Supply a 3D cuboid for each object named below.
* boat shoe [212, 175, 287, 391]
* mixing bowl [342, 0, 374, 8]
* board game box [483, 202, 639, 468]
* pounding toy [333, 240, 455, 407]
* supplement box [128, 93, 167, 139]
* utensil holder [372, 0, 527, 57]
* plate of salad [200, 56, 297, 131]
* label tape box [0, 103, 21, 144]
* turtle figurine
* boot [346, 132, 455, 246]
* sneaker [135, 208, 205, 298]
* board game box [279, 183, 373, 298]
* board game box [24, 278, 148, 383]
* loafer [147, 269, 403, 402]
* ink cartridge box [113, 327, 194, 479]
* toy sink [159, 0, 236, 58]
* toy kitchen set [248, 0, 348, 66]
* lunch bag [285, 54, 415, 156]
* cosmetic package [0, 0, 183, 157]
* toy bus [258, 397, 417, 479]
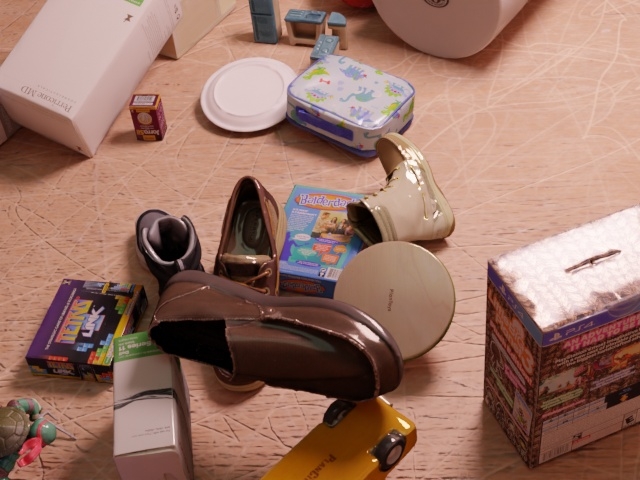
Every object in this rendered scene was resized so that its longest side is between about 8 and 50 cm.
[{"bbox_3d":[-0.118,0.058,1.614,0.123,0.123,0.342,1,61,12],"label":"boat shoe"},{"bbox_3d":[0.099,-0.567,2.276,0.181,0.098,0.181,-14,32,9],"label":"mixing bowl"},{"bbox_3d":[0.351,0.131,1.401,0.232,0.291,0.141,-19,45,-13],"label":"board game box"},{"bbox_3d":[0.104,0.124,1.596,0.183,0.110,0.237,32,85,20],"label":"pounding toy"},{"bbox_3d":[-0.330,-0.237,2.012,0.054,0.083,0.043,0,45,8],"label":"supplement box"},{"bbox_3d":[0.316,-0.600,2.147,0.327,0.328,0.385,21,53,26],"label":"utensil holder"},{"bbox_3d":[-0.136,-0.282,2.063,0.199,0.048,0.200,-4,54,5],"label":"plate of salad"},{"bbox_3d":[-0.712,-0.274,2.082,0.240,0.106,0.334,20,50,24],"label":"label tape box"},{"bbox_3d":[-0.445,0.281,1.478,0.234,0.118,0.175,-2,44,13],"label":"turtle figurine"},{"bbox_3d":[0.109,-0.081,1.745,0.165,0.077,0.213,-15,65,-32],"label":"boot"},{"bbox_3d":[-0.247,0.001,1.707,0.101,0.153,0.269,-19,45,-13],"label":"sneaker"},{"bbox_3d":[0.000,0.000,1.754,0.160,0.047,0.210,10,47,17],"label":"board game box"},{"bbox_3d":[-0.365,0.139,1.655,0.141,0.048,0.170,4,45,10],"label":"board game box"},{"bbox_3d":[-0.070,0.149,1.385,0.365,0.134,0.130,11,35,23],"label":"loafer"},{"bbox_3d":[-0.229,0.251,1.448,0.086,0.153,0.208,-9,43,-2],"label":"ink cartridge box"},{"bbox_3d":[-0.310,-0.521,2.269,0.152,0.131,0.234,21,50,25],"label":"toy sink"},{"bbox_3d":[-0.059,-0.425,2.146,0.207,0.122,0.166,8,46,15],"label":"toy kitchen set"},{"bbox_3d":[0.053,-0.254,1.974,0.219,0.090,0.176,25,49,22],"label":"lunch bag"},{"bbox_3d":[-0.442,-0.370,2.023,0.196,0.155,0.366,23,69,12],"label":"cosmetic package"},{"bbox_3d":[-0.016,0.344,1.341,0.108,0.130,0.332,29,54,33],"label":"toy bus"}]
